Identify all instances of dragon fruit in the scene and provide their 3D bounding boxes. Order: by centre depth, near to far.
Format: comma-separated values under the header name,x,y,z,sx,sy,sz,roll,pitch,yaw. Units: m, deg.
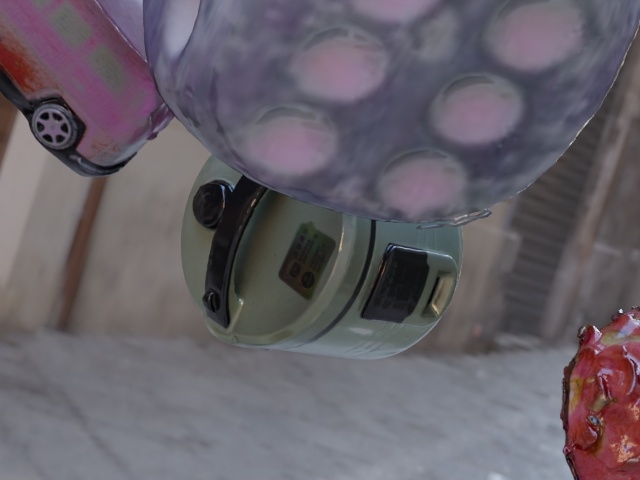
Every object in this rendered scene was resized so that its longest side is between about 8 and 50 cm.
name,x,y,z,sx,sy,sz,roll,pitch,yaw
dragon fruit,0.344,0.171,1.766,0.189,0.262,0.163,-15,-24,20

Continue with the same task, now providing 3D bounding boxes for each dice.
name,x,y,z,sx,sy,sz,roll,pitch,yaw
dice,0.046,-0.193,1.201,0.270,0.270,0.271,16,42,-23

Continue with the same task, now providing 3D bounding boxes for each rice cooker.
name,x,y,z,sx,sy,sz,roll,pitch,yaw
rice cooker,0.000,0.000,1.626,0.226,0.226,0.244,20,4,43

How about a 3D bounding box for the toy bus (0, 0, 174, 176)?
name,x,y,z,sx,sy,sz,roll,pitch,yaw
toy bus,-0.240,-0.205,1.534,0.303,0.147,0.127,49,31,-8
